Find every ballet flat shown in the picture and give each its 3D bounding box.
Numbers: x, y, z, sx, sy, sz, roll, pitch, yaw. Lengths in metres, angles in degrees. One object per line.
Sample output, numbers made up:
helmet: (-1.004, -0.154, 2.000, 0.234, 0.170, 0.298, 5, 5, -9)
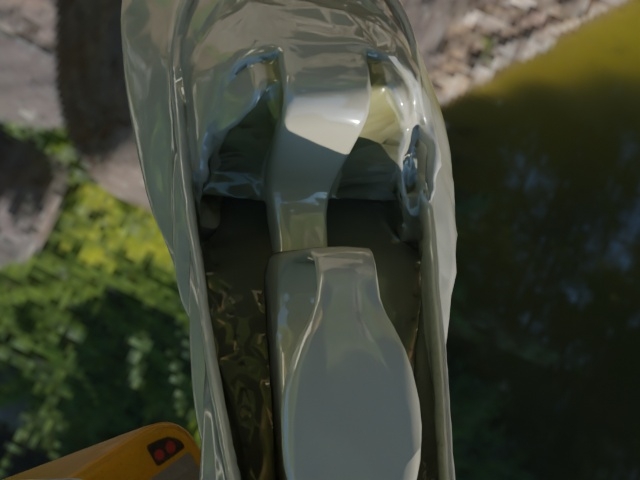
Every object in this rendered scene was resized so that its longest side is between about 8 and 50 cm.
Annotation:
ballet flat: (0.000, 0.000, 0.692, 0.139, 0.400, 0.139, -5, 160, -2)

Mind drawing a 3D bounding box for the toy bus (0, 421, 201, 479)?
toy bus: (-0.135, 0.193, 0.995, 0.332, 0.108, 0.130, -25, 94, 49)

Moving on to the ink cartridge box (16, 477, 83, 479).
ink cartridge box: (-0.143, 0.284, 0.699, 0.261, 0.296, 0.066, -37, 155, 30)
